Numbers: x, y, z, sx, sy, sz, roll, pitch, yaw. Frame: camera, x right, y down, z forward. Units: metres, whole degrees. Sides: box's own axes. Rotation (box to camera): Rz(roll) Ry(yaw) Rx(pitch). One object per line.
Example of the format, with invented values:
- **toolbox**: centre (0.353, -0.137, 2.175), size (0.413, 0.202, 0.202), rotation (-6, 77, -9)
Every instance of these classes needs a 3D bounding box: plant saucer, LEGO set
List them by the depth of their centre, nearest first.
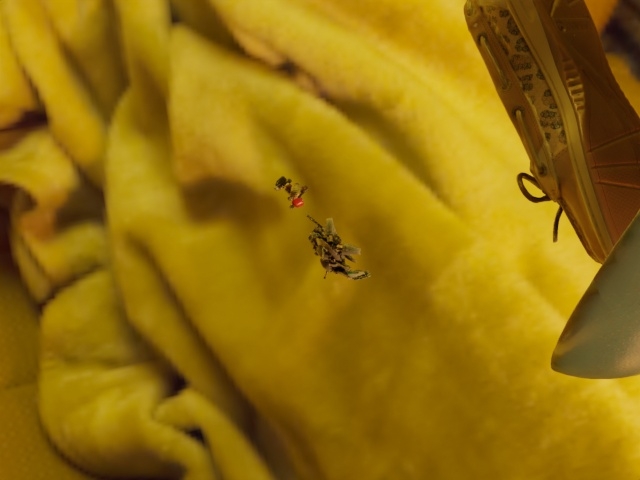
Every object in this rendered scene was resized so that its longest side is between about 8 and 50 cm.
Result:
- **plant saucer**: centre (0.227, -0.048, 0.727), size (0.043, 0.317, 0.317), rotation (41, 139, 16)
- **LEGO set**: centre (-0.002, -0.001, 0.903), size (0.083, 0.023, 0.054), rotation (46, 168, -10)

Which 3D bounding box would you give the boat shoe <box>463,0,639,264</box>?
- **boat shoe**: centre (0.204, -0.100, 1.285), size (0.089, 0.104, 0.285), rotation (-30, 68, 40)
